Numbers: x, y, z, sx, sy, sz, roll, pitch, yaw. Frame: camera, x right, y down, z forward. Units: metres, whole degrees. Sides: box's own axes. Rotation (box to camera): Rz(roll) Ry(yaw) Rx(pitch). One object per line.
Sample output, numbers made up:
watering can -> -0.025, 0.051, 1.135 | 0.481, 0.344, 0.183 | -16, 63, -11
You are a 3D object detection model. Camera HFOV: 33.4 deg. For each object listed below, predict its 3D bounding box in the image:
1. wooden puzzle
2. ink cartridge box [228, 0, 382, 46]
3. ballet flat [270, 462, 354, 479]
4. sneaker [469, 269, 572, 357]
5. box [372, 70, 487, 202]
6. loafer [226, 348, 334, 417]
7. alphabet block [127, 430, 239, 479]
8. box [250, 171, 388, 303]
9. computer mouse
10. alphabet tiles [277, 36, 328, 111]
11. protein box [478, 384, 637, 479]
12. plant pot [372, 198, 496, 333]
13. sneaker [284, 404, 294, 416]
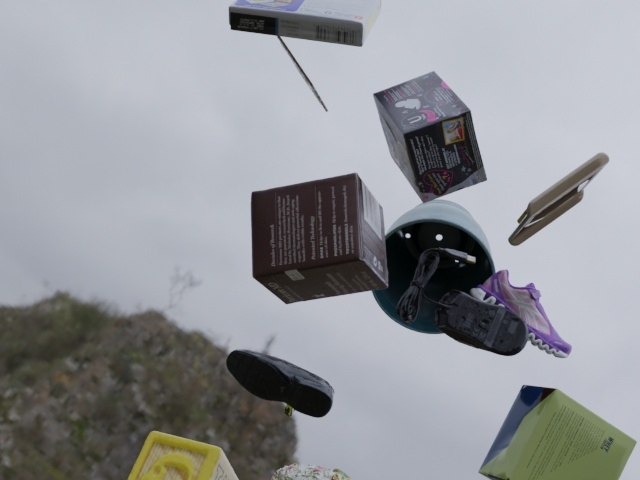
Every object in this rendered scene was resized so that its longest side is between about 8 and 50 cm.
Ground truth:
wooden puzzle -> 0.513, -0.092, 2.335 | 0.044, 0.221, 0.238 | 53, -11, 15
ink cartridge box -> -0.020, -0.537, 2.420 | 0.304, 0.307, 0.072 | 8, -59, 11
ballet flat -> 0.030, 0.337, 1.298 | 0.241, 0.091, 0.077 | 17, 6, 25
sneaker -> 0.423, 0.144, 2.174 | 0.236, 0.104, 0.095 | 39, -1, 8
box -> 0.212, -0.206, 2.111 | 0.247, 0.142, 0.163 | -112, -177, -61
loafer -> -0.059, 0.206, 1.583 | 0.170, 0.062, 0.061 | 28, 19, 1
alphabet block -> -0.316, 0.577, 2.427 | 0.192, 0.193, 0.197 | 9, -34, 18
box -> 0.000, 0.000, 1.898 | 0.203, 0.167, 0.168 | -10, -23, 17
computer mouse -> 0.295, 0.122, 2.127 | 0.262, 0.184, 0.060 | 18, -20, 6
alphabet tiles -> -0.049, -0.422, 2.660 | 0.198, 0.009, 0.237 | 57, 3, 16
protein box -> 0.452, 0.414, 2.041 | 0.201, 0.199, 0.136 | 33, -12, -12
plant pot -> 0.261, 0.032, 2.391 | 0.272, 0.255, 0.271 | 4, -67, 10
sneaker -> -0.068, 0.400, 2.658 | 0.031, 0.035, 0.083 | 31, -54, 12
